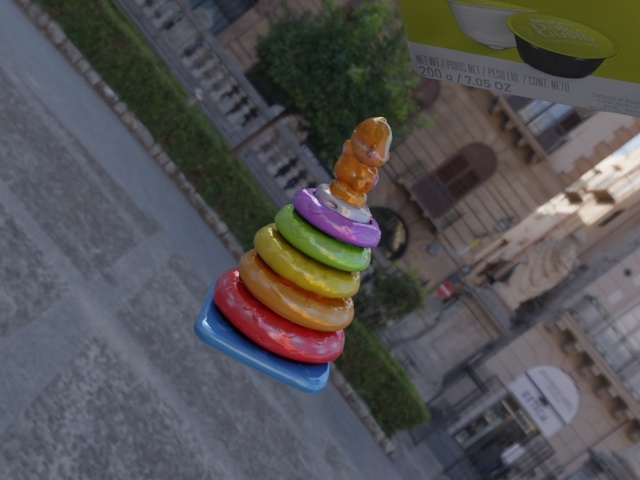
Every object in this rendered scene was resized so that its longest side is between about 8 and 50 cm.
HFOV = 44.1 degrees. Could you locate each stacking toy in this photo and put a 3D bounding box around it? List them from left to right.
[{"bbox_3d":[0.000,0.000,0.869,0.166,0.301,0.175,27,15,-8],"label":"stacking toy"}]

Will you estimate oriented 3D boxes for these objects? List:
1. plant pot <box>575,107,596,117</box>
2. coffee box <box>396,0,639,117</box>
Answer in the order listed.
[{"bbox_3d":[0.387,-0.296,0.853,0.256,0.274,0.256,37,46,-50],"label":"plant pot"},{"bbox_3d":[0.241,-0.306,0.487,0.338,0.338,0.334,16,-22,23],"label":"coffee box"}]
